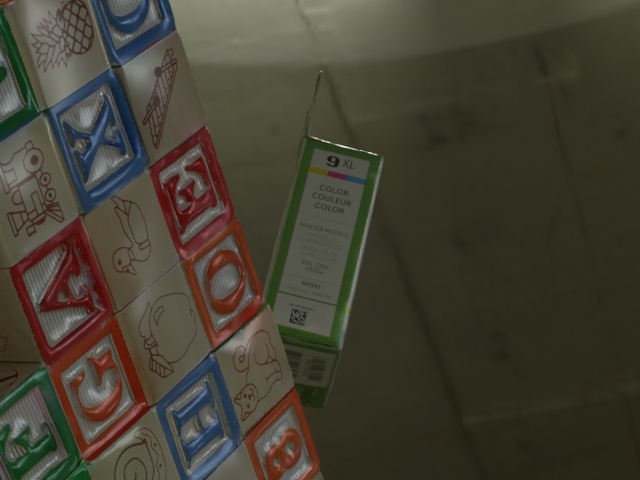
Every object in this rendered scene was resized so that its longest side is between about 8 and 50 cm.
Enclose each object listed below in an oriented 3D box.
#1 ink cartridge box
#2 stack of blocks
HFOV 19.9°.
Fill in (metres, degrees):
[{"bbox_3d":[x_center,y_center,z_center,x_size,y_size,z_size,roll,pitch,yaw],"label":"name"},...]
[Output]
[{"bbox_3d":[0.000,0.000,1.289,0.062,0.209,0.109,13,-28,-1],"label":"ink cartridge box"},{"bbox_3d":[-0.106,0.047,0.730,0.087,0.171,0.297,0,-63,36],"label":"stack of blocks"}]
